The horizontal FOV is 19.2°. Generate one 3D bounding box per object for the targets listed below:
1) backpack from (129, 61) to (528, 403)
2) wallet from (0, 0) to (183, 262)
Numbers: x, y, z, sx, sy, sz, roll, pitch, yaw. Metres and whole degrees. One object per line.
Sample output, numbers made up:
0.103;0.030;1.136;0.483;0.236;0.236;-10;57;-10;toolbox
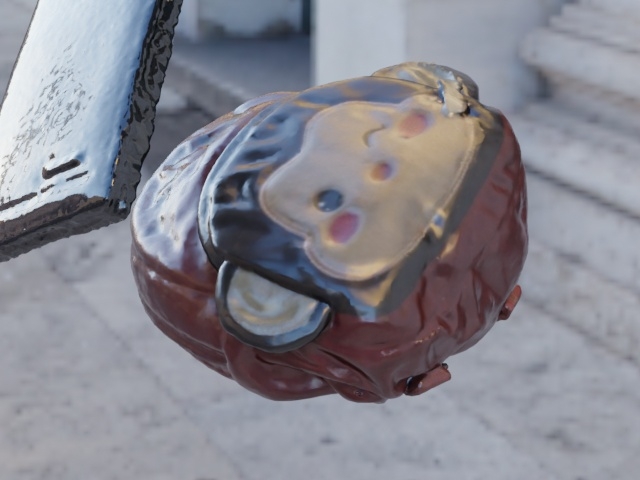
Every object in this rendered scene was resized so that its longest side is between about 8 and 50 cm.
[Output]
-0.001;-0.002;1.054;0.229;0.139;0.229;-9;41;8;backpack
-0.116;-0.102;0.954;0.124;0.244;0.025;-19;-42;41;wallet
